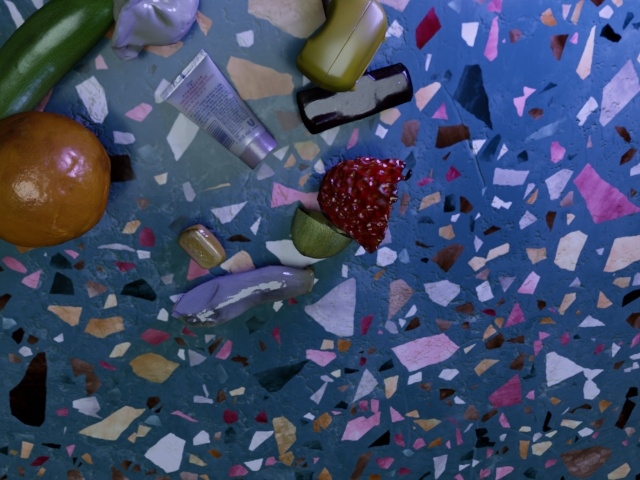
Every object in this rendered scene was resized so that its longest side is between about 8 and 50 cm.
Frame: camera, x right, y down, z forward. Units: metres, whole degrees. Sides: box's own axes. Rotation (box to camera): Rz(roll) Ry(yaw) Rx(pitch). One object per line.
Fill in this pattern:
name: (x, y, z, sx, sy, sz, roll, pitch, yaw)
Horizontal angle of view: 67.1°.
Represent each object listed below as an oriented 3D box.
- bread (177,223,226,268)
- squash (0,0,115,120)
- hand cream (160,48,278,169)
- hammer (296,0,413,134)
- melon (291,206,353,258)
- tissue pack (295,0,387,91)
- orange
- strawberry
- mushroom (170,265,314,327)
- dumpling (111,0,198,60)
bread: (-0.272, 0.010, 1.124, 0.082, 0.056, 0.115, -33, 112, 28)
squash: (-0.539, -0.339, 0.911, 0.395, 0.107, 0.107, -40, 113, 8)
hand cream: (-0.207, -0.262, 1.024, 0.133, 0.083, 0.248, -42, 102, 7)
hammer: (0.038, -0.444, 0.982, 0.243, 0.095, 0.408, -16, 111, -3)
melon: (0.000, 0.000, 1.156, 0.160, 0.079, 0.128, 25, 110, -19)
tissue pack: (0.046, -0.369, 0.904, 0.127, 0.123, 0.178, 31, 97, -6)
orange: (-0.532, -0.116, 0.920, 0.261, 0.261, 0.261, -4, 112, -9)
strawberry: (0.083, -0.094, 1.072, 0.178, 0.234, 0.233, 16, 108, 0)
mushroom: (-0.180, 0.128, 1.168, 0.352, 0.097, 0.109, -17, 114, -6)
dumpling: (-0.300, -0.436, 0.866, 0.147, 0.193, 0.258, 34, 105, -16)
